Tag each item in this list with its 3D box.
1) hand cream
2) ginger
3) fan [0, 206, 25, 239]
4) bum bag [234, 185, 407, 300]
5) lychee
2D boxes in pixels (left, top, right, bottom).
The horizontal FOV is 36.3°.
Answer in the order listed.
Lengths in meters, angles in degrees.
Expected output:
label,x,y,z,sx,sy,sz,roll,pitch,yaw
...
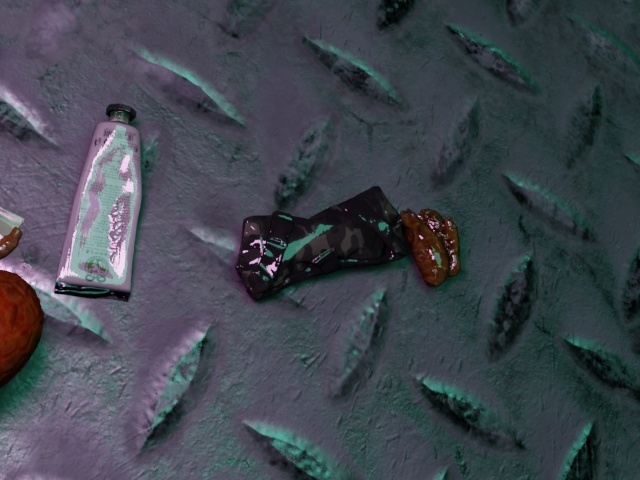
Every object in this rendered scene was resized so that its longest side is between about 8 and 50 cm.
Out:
label,x,y,z,sx,sy,sz,roll,pitch,yaw
hand cream,-0.356,-0.066,1.627,0.121,0.076,0.336,10,72,-15
ginger,0.219,0.003,1.849,0.103,0.073,0.162,-17,76,-30
fan,-0.589,-0.030,1.532,0.240,0.009,0.131,8,69,-22
bum bag,0.000,0.000,1.740,0.340,0.095,0.144,-15,83,-23
lychee,-0.518,0.107,1.370,0.255,0.255,0.300,22,85,-15
